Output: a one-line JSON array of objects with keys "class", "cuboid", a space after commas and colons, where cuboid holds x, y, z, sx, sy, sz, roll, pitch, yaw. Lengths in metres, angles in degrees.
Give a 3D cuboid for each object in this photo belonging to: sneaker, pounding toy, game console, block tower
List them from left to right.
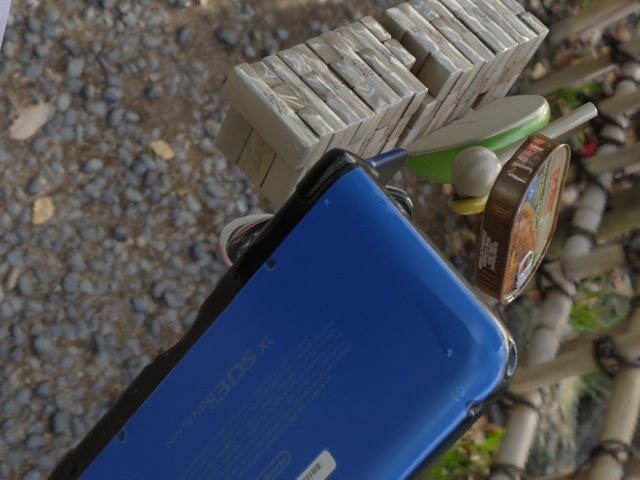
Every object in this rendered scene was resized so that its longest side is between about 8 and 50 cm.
[{"class": "game console", "cuboid": [-0.014, 0.098, 0.698, 0.173, 0.293, 0.250, 21, 25, -51]}, {"class": "sneaker", "cuboid": [0.000, 0.000, 0.991, 0.077, 0.178, 0.071, -128, -159, -79]}, {"class": "block tower", "cuboid": [0.056, -0.133, 0.955, 0.091, 0.097, 0.335, 46, 46, 17]}, {"class": "pounding toy", "cuboid": [0.195, -0.083, 1.261, 0.183, 0.237, 0.110, -23, 106, -13]}]

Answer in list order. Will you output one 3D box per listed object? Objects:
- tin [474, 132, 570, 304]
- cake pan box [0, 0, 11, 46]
[{"class": "tin", "cuboid": [0.187, -0.019, 1.035, 0.040, 0.189, 0.106, 33, 58, 25]}, {"class": "cake pan box", "cuboid": [-0.240, -0.145, 0.528, 0.070, 0.266, 0.246, 25, 20, 14]}]
